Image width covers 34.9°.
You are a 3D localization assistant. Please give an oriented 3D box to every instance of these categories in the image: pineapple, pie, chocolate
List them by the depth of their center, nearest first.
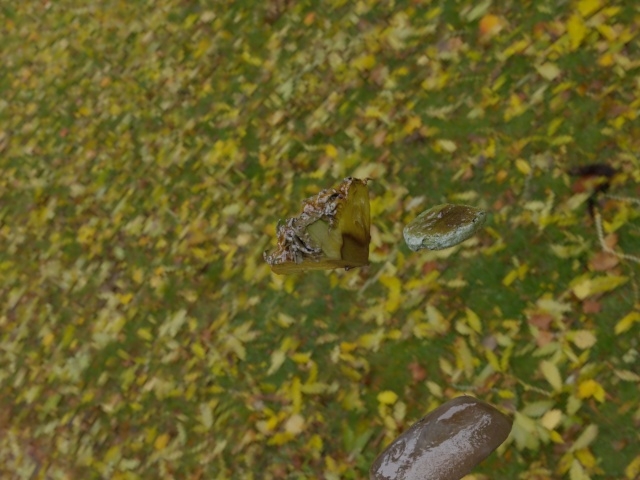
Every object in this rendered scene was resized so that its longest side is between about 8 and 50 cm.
[{"bbox_3d":[0.075,0.132,0.656,0.101,0.031,0.064,-35,23,-16],"label":"chocolate"},{"bbox_3d":[0.000,0.000,0.821,0.114,0.077,0.114,-40,-7,15],"label":"pineapple"},{"bbox_3d":[0.119,-0.015,0.984,0.085,0.019,0.084,-20,21,8],"label":"pie"}]
